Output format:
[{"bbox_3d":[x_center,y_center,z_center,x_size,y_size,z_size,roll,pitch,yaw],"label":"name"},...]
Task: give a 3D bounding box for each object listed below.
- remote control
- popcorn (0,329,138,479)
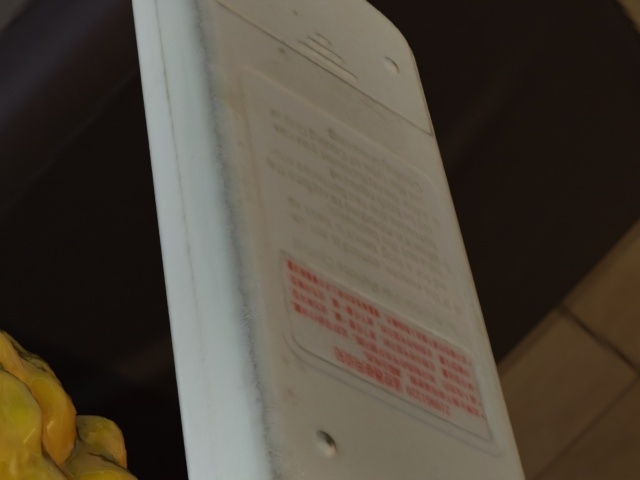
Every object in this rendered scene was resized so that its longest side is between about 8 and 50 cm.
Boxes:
[{"bbox_3d":[0.000,0.000,0.421,0.087,0.190,0.029,28,126,-37],"label":"remote control"},{"bbox_3d":[-0.252,0.141,0.788,0.349,0.381,0.349,-8,117,-16],"label":"popcorn"}]
